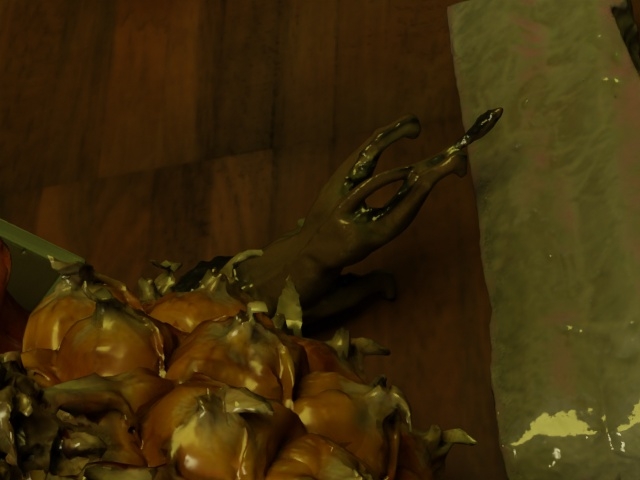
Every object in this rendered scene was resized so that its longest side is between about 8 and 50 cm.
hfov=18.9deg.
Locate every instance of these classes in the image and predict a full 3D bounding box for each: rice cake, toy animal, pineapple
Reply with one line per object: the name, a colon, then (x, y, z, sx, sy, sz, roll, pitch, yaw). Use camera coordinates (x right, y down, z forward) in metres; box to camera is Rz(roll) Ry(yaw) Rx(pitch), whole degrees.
rice cake: (0.127, -0.011, 0.956, 0.106, 0.050, 0.298, -13, 54, 13)
toy animal: (0.011, -0.002, 0.974, 0.220, 0.086, 0.069, -38, 72, 22)
pineapple: (-0.031, 0.127, 0.777, 0.209, 0.286, 0.344, -11, 55, 15)

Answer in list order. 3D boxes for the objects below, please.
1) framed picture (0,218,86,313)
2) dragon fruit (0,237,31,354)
framed picture: (-0.232, 0.060, 1.076, 0.142, 0.011, 0.183, 23, 68, 32)
dragon fruit: (-0.289, 0.072, 0.942, 0.305, 0.226, 0.305, -9, 57, 15)
